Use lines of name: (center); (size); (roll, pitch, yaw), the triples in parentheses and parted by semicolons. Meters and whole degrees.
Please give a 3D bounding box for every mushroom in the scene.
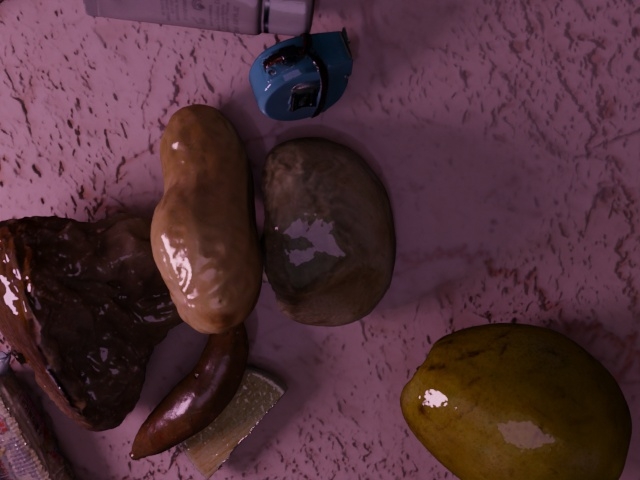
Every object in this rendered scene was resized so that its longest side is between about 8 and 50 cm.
mushroom: (0.008, 0.003, 1.672); (0.189, 0.164, 0.267); (5, 106, 4)

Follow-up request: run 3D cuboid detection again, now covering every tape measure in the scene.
tape measure: (-0.029, -0.215, 1.628); (0.125, 0.146, 0.081); (-15, 66, -15)

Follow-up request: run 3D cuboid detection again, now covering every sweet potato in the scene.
sweet potato: (-0.167, 0.189, 1.761); (0.108, 0.079, 0.346); (31, 98, 23)

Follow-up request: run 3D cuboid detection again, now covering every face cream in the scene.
face cream: (-0.164, -0.323, 1.625); (0.314, 0.089, 0.143); (6, 147, 1)

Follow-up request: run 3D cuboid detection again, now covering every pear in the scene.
pear: (0.268, 0.237, 1.684); (0.307, 0.253, 0.253); (27, 107, 9)

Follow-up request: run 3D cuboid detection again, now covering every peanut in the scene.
peanut: (-0.153, -0.034, 1.634); (0.147, 0.147, 0.319); (-8, 72, 7)

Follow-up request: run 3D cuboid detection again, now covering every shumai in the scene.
shumai: (-0.307, 0.075, 1.746); (0.283, 0.217, 0.346); (-38, 116, -19)

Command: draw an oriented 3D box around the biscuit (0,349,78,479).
biscuit: (-0.463, 0.304, 1.827); (0.186, 0.079, 0.309); (-18, 111, 14)

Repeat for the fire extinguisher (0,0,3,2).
fire extinguisher: (-0.564, -0.427, 1.631); (0.147, 0.106, 0.337); (-24, 103, 36)

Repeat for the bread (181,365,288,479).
bread: (-0.146, 0.248, 1.823); (0.112, 0.036, 0.193); (40, 104, 1)
